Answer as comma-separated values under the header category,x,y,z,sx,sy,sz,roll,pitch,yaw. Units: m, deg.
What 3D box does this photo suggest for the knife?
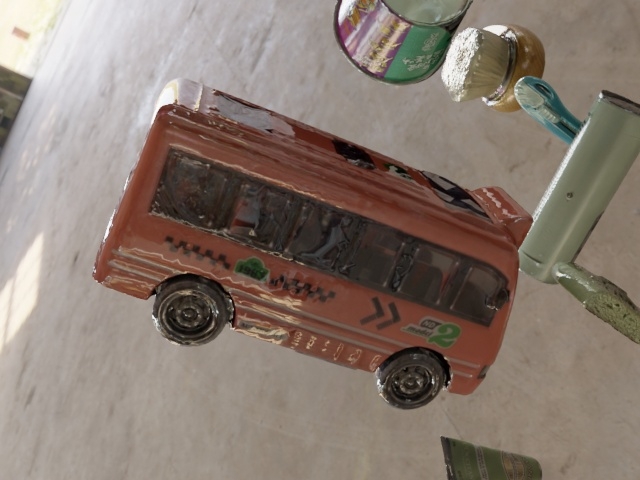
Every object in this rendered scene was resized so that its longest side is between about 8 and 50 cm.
category,x,y,z,sx,sy,sz,roll,pitch,yaw
knife,0.437,-0.218,1.248,0.064,0.222,0.031,-44,18,39

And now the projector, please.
category,x,y,z,sx,sy,sz,roll,pitch,yaw
projector,0.450,-0.085,1.202,0.108,0.108,0.338,-115,39,-53

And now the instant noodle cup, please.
category,x,y,z,sx,sy,sz,roll,pitch,yaw
instant noodle cup,0.163,-0.441,1.288,0.190,0.251,0.251,138,149,-74

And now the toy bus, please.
category,x,y,z,sx,sy,sz,roll,pitch,yaw
toy bus,0.000,0.000,0.741,0.203,0.426,0.233,-106,38,-65

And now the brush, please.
category,x,y,z,sx,sy,sz,roll,pitch,yaw
brush,0.357,-0.394,1.495,0.267,0.166,0.174,-97,21,-51

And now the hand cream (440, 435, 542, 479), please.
category,x,y,z,sx,sy,sz,roll,pitch,yaw
hand cream,0.298,0.391,1.188,0.055,0.235,0.086,-42,42,37

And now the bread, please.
category,x,y,z,sx,sy,sz,roll,pitch,yaw
bread,0.314,0.064,0.758,0.036,0.193,0.112,-52,33,12
